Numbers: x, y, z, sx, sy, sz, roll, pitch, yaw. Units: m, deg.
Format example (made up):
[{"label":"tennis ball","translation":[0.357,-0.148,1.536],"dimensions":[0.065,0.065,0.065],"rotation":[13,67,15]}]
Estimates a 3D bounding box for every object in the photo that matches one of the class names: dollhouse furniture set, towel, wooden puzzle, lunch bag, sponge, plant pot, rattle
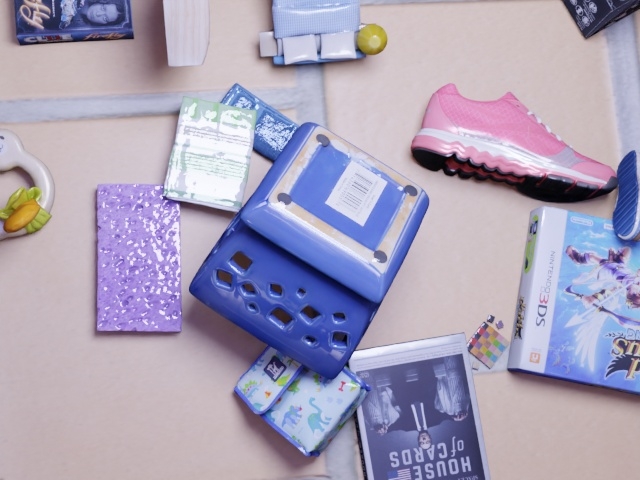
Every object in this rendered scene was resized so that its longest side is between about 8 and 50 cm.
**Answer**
[{"label":"dollhouse furniture set","translation":[-0.057,-0.373,1.358],"dimensions":[0.303,0.198,0.286],"rotation":[-3,109,-4]},{"label":"towel","translation":[-0.155,-0.122,1.425],"dimensions":[0.113,0.023,0.152],"rotation":[11,79,-11]},{"label":"wooden puzzle","translation":[0.245,0.153,1.479],"dimensions":[0.049,0.006,0.083],"rotation":[39,79,-1]},{"label":"towel","translation":[-0.093,-0.171,1.464],"dimensions":[0.119,0.029,0.067],"rotation":[35,80,-2]},{"label":"lunch bag","translation":[-0.028,0.204,1.390],"dimensions":[0.151,0.096,0.129],"rotation":[39,87,19]},{"label":"sponge","translation":[-0.254,0.024,1.413],"dimensions":[0.117,0.031,0.210],"rotation":[0,82,-9]},{"label":"plant pot","translation":[0.000,0.000,1.318],"dimensions":[0.236,0.212,0.236],"rotation":[31,48,-1]},{"label":"rattle","translation":[-0.443,-0.102,1.353],"dimensions":[0.130,0.143,0.200],"rotation":[-15,90,9]}]

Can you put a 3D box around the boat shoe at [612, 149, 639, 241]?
[{"label":"boat shoe","translation":[0.477,-0.061,1.477],"dimensions":[0.066,0.066,0.183],"rotation":[28,47,-9]}]

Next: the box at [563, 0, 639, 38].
[{"label":"box","translation":[0.422,-0.462,1.510],"dimensions":[0.142,0.163,0.247],"rotation":[-29,87,-14]}]

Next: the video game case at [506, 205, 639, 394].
[{"label":"video game case","translation":[0.428,0.096,1.486],"dimensions":[0.269,0.061,0.244],"rotation":[11,81,-6]}]

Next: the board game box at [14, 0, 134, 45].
[{"label":"board game box","translation":[-0.361,-0.409,1.452],"dimensions":[0.165,0.042,0.243],"rotation":[-5,83,-9]}]

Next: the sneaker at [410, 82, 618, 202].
[{"label":"sneaker","translation":[0.296,-0.148,1.473],"dimensions":[0.313,0.116,0.136],"rotation":[15,79,-6]}]

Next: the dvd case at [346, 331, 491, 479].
[{"label":"dvd case","translation":[0.140,0.263,1.438],"dimensions":[0.179,0.029,0.239],"rotation":[-9,83,-9]}]
